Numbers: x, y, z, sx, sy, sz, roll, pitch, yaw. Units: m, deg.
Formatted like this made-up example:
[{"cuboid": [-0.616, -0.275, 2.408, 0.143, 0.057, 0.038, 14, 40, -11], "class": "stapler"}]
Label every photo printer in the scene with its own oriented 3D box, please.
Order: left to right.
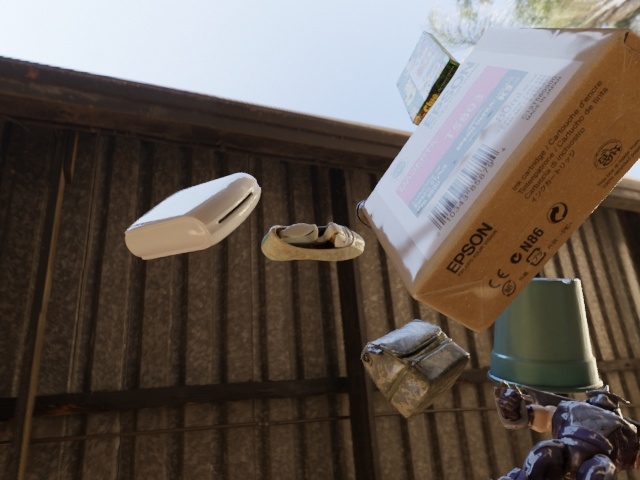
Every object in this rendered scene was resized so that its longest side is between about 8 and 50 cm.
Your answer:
[{"cuboid": [-0.314, -0.066, 1.122, 0.256, 0.307, 0.107, -54, -53, -48], "class": "photo printer"}]

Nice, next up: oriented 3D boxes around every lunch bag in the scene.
[{"cuboid": [0.317, 0.416, 1.501, 0.305, 0.213, 0.256, -16, -136, -41], "class": "lunch bag"}]

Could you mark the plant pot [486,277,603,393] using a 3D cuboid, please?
[{"cuboid": [0.731, 0.293, 1.454, 0.341, 0.341, 0.334, 2, -94, -25], "class": "plant pot"}]

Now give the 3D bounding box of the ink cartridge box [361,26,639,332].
[{"cuboid": [0.153, -0.068, 0.405, 0.088, 0.235, 0.193, 27, -161, -20], "class": "ink cartridge box"}]

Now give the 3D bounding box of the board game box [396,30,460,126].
[{"cuboid": [0.220, -0.351, 0.932, 0.030, 0.136, 0.260, 17, -146, -12], "class": "board game box"}]

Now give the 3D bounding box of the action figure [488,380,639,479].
[{"cuboid": [0.237, 0.204, 0.402, 0.285, 0.185, 0.099, -17, -80, -44], "class": "action figure"}]

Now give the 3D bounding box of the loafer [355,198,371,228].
[{"cuboid": [0.227, -0.065, 1.150, 0.267, 0.084, 0.096, 10, -102, -21], "class": "loafer"}]

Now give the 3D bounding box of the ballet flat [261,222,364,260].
[{"cuboid": [0.000, 0.000, 0.618, 0.168, 0.052, 0.057, -5, -129, -29], "class": "ballet flat"}]
